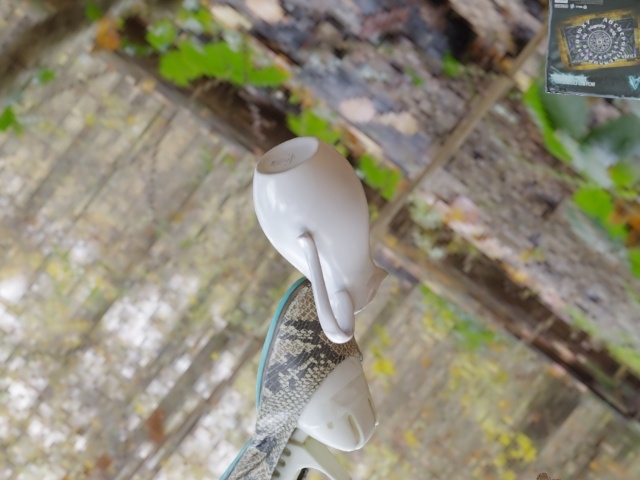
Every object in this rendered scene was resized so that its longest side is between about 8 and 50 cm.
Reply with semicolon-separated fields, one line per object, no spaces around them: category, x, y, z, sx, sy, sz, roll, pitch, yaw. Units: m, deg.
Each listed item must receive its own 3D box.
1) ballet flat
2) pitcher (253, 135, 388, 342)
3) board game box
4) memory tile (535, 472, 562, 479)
ballet flat;-0.021;0.269;1.930;0.182;0.482;0.164;37;-144;22
pitcher;0.000;0.000;1.639;0.177;0.126;0.207;-79;-32;-59
board game box;0.354;-0.227;1.661;0.186;0.126;0.026;9;-166;29
memory tile;0.316;0.393;1.918;0.012;0.148;0.113;-9;154;36
